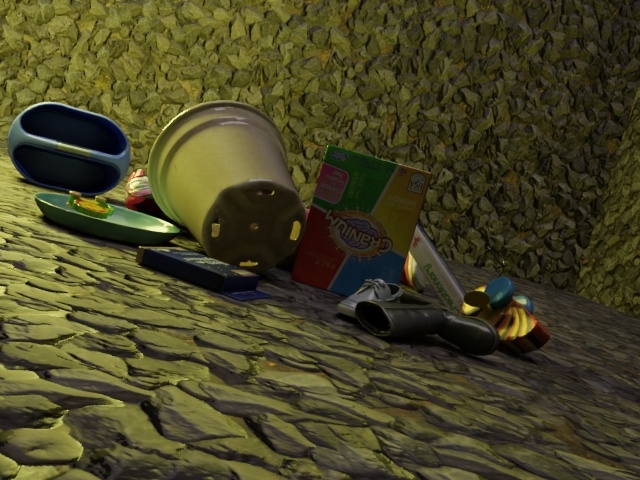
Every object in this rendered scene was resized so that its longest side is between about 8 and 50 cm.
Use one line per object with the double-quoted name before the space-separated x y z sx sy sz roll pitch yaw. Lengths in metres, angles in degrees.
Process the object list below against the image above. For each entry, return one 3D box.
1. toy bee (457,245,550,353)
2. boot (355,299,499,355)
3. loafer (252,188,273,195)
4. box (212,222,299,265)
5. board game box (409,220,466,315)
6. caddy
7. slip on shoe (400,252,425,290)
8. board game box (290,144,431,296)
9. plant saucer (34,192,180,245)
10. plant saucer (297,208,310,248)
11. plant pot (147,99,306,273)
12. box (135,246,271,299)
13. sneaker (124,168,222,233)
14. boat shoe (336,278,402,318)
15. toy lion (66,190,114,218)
"toy bee" 0.376 0.161 1.626 0.195 0.162 0.298 46 16 -7
"boot" 0.193 0.153 1.350 0.190 0.076 0.209 16 1 45
"loafer" -0.214 -0.103 1.893 0.366 0.130 0.134 16 -15 -40
"box" -0.160 0.012 1.931 0.183 0.056 0.231 18 5 31
"board game box" 0.273 0.047 1.881 0.305 0.053 0.193 57 10 6
"caddy" -0.729 -0.262 2.178 0.342 0.241 0.179 13 -1 -29
"slip on shoe" 0.245 0.083 2.246 0.101 0.122 0.331 -16 12 -1
"board game box" 0.092 -0.031 1.689 0.242 0.316 0.064 16 5 9
"plant saucer" -0.468 -0.043 1.649 0.318 0.043 0.317 16 4 -1
"plant saucer" 0.050 -0.001 1.902 0.332 0.084 0.332 15 8 -2
"plant pot" -0.184 -0.094 1.637 0.334 0.333 0.305 13 24 -30
"box" -0.208 0.057 1.382 0.225 0.036 0.136 19 6 20
"sneaker" -0.367 -0.064 1.940 0.299 0.121 0.112 24 37 -22
"boat shoe" 0.100 0.112 1.466 0.079 0.081 0.227 18 6 25
"toy lion" -0.461 -0.066 1.524 0.096 0.034 0.100 28 11 36
